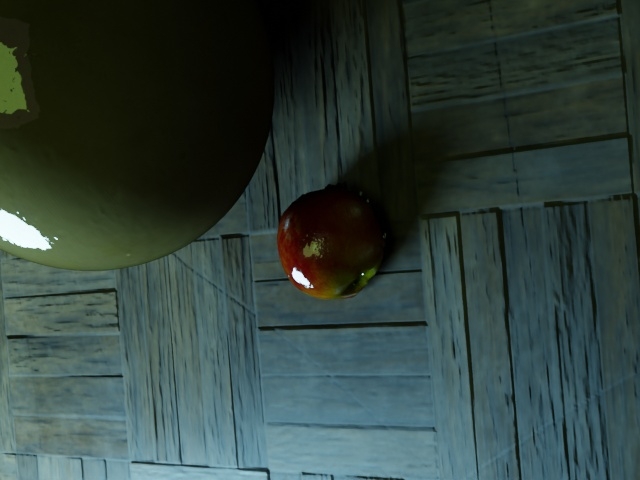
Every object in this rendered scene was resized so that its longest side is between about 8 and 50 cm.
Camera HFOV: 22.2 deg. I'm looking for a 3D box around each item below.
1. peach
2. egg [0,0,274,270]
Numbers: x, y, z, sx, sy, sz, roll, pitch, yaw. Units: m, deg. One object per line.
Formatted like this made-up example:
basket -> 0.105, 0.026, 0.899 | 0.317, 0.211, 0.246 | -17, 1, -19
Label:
peach -> 0.001, 0.001, 1.265 | 0.098, 0.061, 0.098 | 17, 113, 47
egg -> -0.196, -0.145, 1.295 | 0.301, 0.301, 0.374 | -61, 40, 31
